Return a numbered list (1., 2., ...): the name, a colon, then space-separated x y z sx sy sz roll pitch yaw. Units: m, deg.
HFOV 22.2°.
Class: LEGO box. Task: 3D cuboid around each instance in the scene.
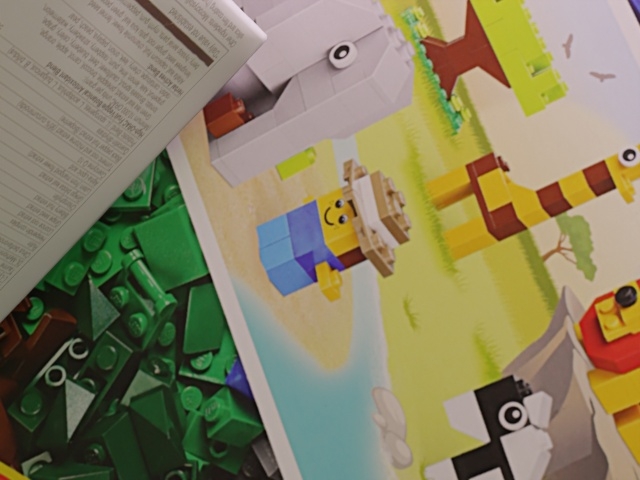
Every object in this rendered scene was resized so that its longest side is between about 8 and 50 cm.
1. LEGO box: -0.020 -0.048 0.577 0.500 0.372 0.193 61 8 22

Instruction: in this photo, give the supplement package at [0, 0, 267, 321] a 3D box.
1. supplement package: -0.162 -0.029 0.435 0.134 0.244 0.139 45 2 28
